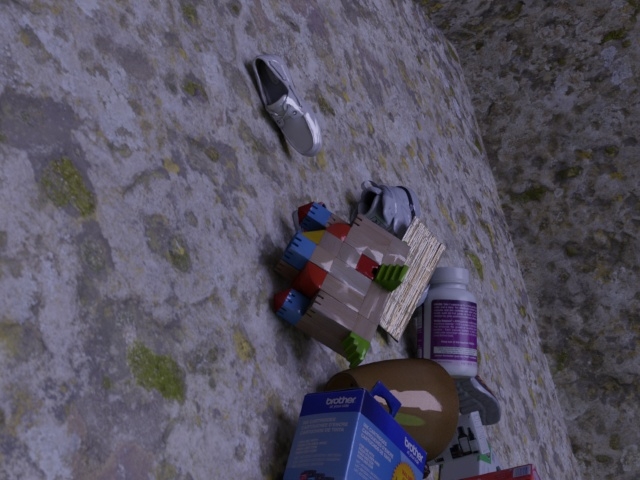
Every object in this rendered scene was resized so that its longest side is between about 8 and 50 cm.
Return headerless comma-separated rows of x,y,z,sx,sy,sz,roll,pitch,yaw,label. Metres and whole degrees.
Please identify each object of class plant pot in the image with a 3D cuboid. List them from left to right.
0.132,0.359,1.802,0.254,0.237,0.237,18,54,-40,plant pot

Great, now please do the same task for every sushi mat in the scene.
0.231,0.101,2.204,0.151,0.019,0.317,41,67,-27,sushi mat

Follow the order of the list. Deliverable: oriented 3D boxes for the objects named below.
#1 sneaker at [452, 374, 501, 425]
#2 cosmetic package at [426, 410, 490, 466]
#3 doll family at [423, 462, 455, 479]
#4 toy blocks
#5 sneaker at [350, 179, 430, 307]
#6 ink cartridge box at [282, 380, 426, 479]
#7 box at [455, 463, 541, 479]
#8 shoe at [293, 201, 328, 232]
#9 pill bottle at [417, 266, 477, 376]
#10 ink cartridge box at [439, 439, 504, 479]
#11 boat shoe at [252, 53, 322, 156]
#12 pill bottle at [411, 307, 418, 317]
0.463,0.413,2.519,0.321,0.124,0.180,56,29,-27,sneaker
0.264,0.475,1.922,0.060,0.239,0.099,16,57,-60,cosmetic package
0.240,0.591,1.870,0.263,0.163,0.118,40,37,-47,doll family
0.025,0.067,1.782,0.260,0.191,0.381,32,50,-6,toy blocks
0.189,0.006,2.278,0.210,0.137,0.366,16,63,-48,sneaker
0.063,0.463,1.545,0.270,0.151,0.396,49,41,-37,ink cartridge box
0.390,0.663,1.959,0.142,0.299,0.154,61,25,-17,box
0.000,0.000,1.941,0.063,0.081,0.178,-8,78,-65,shoe
0.356,0.232,2.313,0.169,0.169,0.302,22,67,-58,pill bottle
0.442,0.701,2.252,0.289,0.121,0.211,57,28,-26,ink cartridge box
-0.092,-0.326,2.001,0.277,0.098,0.096,61,25,4,boat shoe
0.280,0.194,2.411,0.043,0.043,0.083,66,24,-7,pill bottle
